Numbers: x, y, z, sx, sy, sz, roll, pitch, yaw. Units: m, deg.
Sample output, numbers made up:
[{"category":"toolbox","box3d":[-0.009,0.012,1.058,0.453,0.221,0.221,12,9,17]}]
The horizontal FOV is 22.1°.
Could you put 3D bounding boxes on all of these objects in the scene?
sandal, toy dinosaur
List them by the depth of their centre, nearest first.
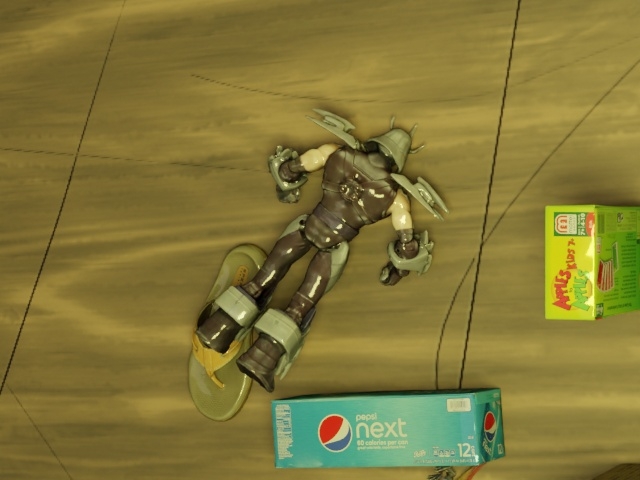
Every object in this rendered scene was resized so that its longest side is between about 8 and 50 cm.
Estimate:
[{"category":"toy dinosaur","box3d":[0.117,0.254,1.533,0.090,0.047,0.082,-9,105,16]},{"category":"sandal","box3d":[-0.097,0.091,1.628,0.072,0.049,0.180,19,99,25]}]

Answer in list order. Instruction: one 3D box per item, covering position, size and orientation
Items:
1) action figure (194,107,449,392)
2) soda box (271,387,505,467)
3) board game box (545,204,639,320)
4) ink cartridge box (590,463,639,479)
[{"category":"action figure","box3d":[0.000,0.000,1.548,0.185,0.099,0.285,38,89,24]},{"category":"soda box","box3d":[0.062,0.176,1.539,0.210,0.071,0.067,-4,88,27]},{"category":"board game box","box3d":[0.238,0.016,1.386,0.043,0.181,0.092,1,91,27]},{"category":"ink cartridge box","box3d":[0.304,0.240,1.329,0.193,0.234,0.088,-1,91,27]}]
